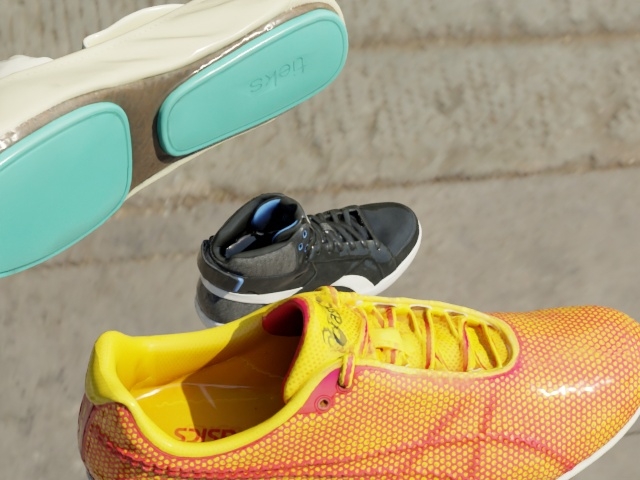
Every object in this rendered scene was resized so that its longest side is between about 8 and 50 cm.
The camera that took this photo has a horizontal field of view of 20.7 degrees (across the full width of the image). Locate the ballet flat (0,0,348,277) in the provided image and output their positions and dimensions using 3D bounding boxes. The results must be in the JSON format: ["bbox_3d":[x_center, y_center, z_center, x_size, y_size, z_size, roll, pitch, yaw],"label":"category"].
[{"bbox_3d":[-0.097,-0.057,0.774,0.248,0.086,0.086,-29,82,-35],"label":"ballet flat"}]

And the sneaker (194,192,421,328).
[{"bbox_3d":[0.000,0.000,1.457,0.217,0.121,0.079,-23,61,-23],"label":"sneaker"}]

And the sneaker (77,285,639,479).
[{"bbox_3d":[0.019,0.044,0.504,0.175,0.067,0.064,-10,46,-15],"label":"sneaker"}]
